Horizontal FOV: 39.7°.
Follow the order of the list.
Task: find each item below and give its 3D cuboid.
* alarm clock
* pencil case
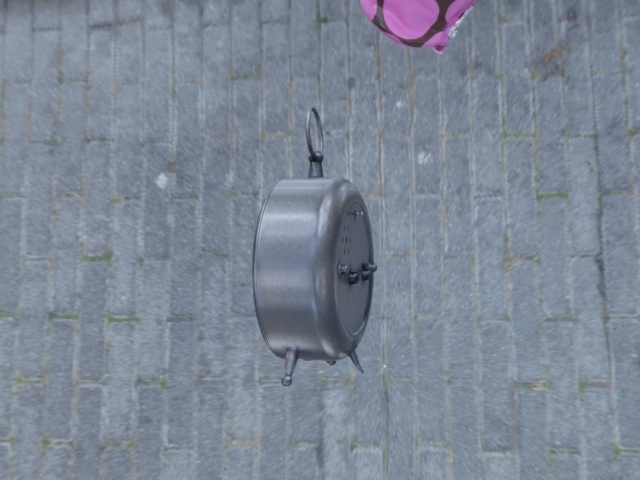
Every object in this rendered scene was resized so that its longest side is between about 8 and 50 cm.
[{"bbox_3d":[0.000,0.000,0.627,0.064,0.129,0.192,-3,90,18],"label":"alarm clock"},{"bbox_3d":[0.126,-0.253,0.749,0.098,0.209,0.095,48,49,2],"label":"pencil case"}]
